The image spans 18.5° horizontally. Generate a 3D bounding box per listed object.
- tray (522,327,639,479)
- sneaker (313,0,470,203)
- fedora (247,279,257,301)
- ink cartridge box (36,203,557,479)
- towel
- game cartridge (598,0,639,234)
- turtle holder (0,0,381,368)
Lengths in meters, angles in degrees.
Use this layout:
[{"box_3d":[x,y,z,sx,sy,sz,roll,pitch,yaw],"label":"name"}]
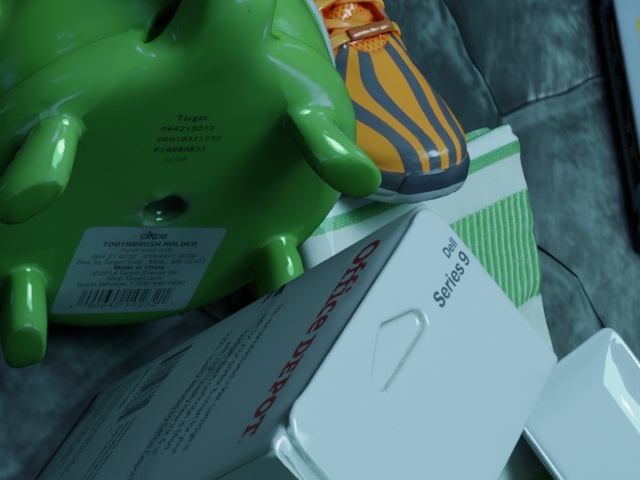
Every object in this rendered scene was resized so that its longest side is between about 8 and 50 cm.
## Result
[{"box_3d":[0.237,0.198,1.364,0.145,0.030,0.270,-30,81,-45],"label":"tray"},{"box_3d":[-0.008,-0.168,1.262,0.125,0.180,0.321,-15,46,-36],"label":"sneaker"},{"box_3d":[0.000,0.000,1.338,0.194,0.079,0.194,18,63,-40],"label":"fedora"},{"box_3d":[-0.039,0.132,1.051,0.121,0.289,0.211,48,41,-13],"label":"ink cartridge box"},{"box_3d":[0.086,0.104,1.320,0.248,0.038,0.324,-24,106,-50],"label":"towel"},{"box_3d":[0.358,-0.128,1.737,0.198,0.062,0.297,-3,62,-6],"label":"game cartridge"},{"box_3d":[-0.114,-0.097,1.115,0.320,0.243,0.227,73,-1,-58],"label":"turtle holder"}]
